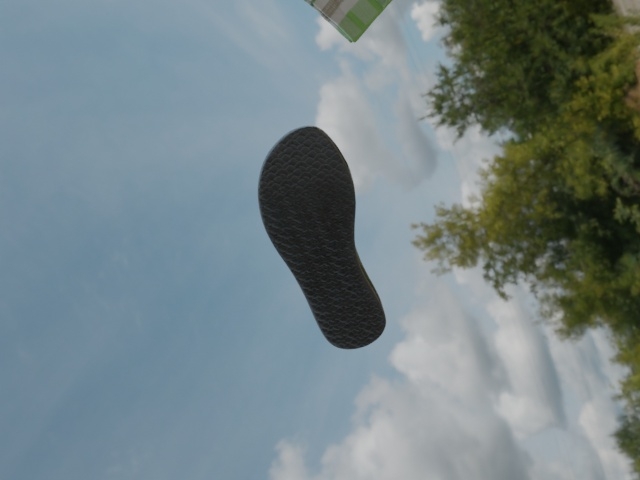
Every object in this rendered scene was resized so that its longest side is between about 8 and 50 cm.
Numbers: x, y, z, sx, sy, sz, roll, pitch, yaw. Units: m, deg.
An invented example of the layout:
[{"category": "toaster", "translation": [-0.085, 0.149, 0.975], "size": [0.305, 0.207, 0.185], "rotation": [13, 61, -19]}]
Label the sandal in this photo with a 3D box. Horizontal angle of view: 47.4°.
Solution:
[{"category": "sandal", "translation": [-0.001, 0.001, 0.757], "size": [0.054, 0.097, 0.254], "rotation": [-98, -7, -62]}]

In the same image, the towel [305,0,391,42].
[{"category": "towel", "translation": [0.021, -0.318, 0.851], "size": [0.152, 0.113, 0.023], "rotation": [37, -160, -24]}]
